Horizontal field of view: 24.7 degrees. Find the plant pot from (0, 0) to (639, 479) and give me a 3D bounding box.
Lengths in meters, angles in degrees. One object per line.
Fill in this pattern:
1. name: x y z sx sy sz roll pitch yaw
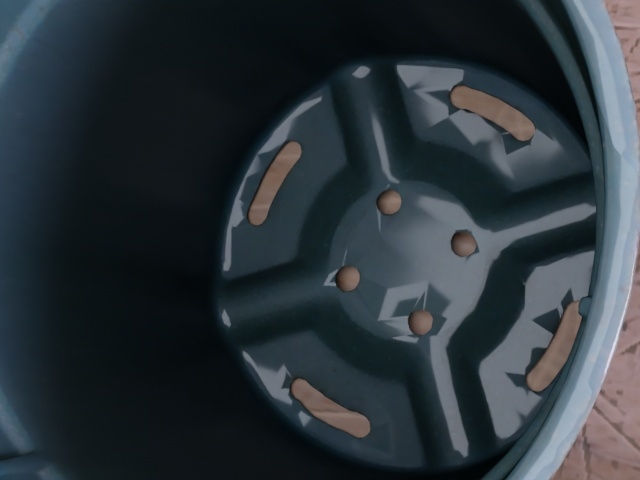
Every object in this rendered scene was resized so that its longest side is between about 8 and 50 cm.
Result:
1. plant pot: 0.000 0.000 0.694 0.341 0.334 0.341 -2 84 19
